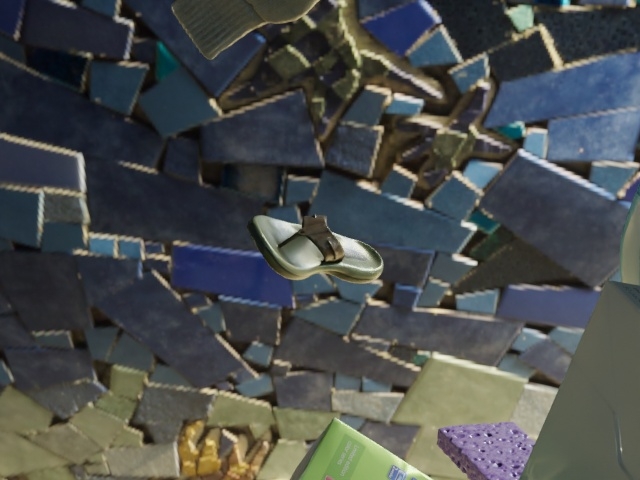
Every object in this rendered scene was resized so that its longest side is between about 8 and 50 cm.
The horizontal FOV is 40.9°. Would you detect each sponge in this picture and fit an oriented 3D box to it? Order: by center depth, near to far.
[{"bbox_3d":[0.245,0.293,1.093,0.117,0.031,0.210,0,15,-18],"label":"sponge"}]

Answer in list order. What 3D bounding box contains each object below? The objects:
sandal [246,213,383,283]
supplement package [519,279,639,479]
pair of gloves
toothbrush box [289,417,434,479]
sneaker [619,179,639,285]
[{"bbox_3d":[0.000,-0.001,1.390,0.303,0.086,0.120,7,42,-47],"label":"sandal"},{"bbox_3d":[0.285,0.183,0.606,0.145,0.204,0.262,10,23,-16],"label":"supplement package"},{"bbox_3d":[-0.094,-0.329,0.880,0.204,0.240,0.042,-24,15,15],"label":"pair of gloves"},{"bbox_3d":[0.070,0.326,0.743,0.283,0.122,0.206,31,43,4],"label":"toothbrush box"},{"bbox_3d":[0.355,-0.019,0.647,0.127,0.319,0.208,-30,45,-29],"label":"sneaker"}]
